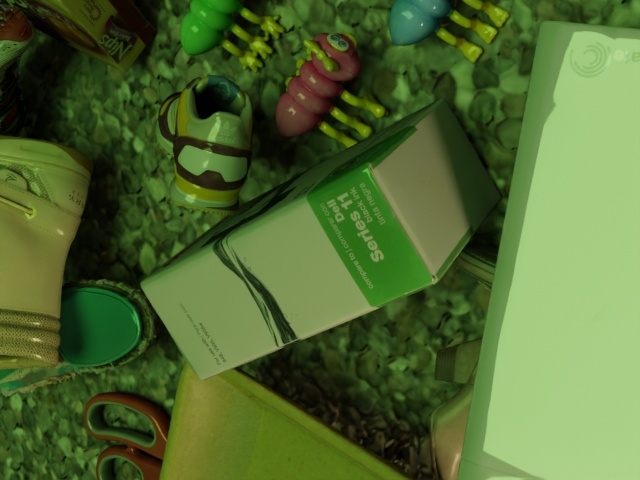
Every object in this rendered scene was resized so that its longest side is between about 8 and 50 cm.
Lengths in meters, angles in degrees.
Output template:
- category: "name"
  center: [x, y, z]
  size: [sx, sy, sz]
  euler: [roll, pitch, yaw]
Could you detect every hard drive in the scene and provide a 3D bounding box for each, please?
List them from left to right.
- category: "hard drive"
  center: [0.205, 0.034, 0.579]
  size: [0.203, 0.040, 0.308]
  euler: [12, 95, 24]

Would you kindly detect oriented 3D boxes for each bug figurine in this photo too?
- category: "bug figurine"
  center: [-0.010, -0.195, 0.713]
  size: [0.279, 0.072, 0.216]
  euler: [42, 117, 22]

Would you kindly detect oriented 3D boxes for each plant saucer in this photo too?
- category: "plant saucer"
  center: [0.004, 0.286, 0.724]
  size: [0.332, 0.081, 0.333]
  euler: [26, 111, 36]

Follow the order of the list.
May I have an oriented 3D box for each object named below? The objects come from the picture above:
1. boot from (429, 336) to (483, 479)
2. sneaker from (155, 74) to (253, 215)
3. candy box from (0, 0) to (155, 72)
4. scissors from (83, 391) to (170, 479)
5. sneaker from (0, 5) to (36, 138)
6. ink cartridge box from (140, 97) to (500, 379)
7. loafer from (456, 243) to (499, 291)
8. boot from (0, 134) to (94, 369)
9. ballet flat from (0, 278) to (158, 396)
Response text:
- category: "boot"
  center: [0.123, 0.124, 0.682]
  size: [0.087, 0.042, 0.119]
  euler: [1, 97, 32]
- category: "sneaker"
  center: [-0.083, -0.091, 0.736]
  size: [0.185, 0.069, 0.084]
  euler: [-118, 42, -58]
- category: "candy box"
  center: [-0.243, -0.223, 0.840]
  size: [0.186, 0.109, 0.053]
  euler: [27, 79, 27]
- category: "scissors"
  center: [-0.101, 0.204, 0.853]
  size: [0.297, 0.021, 0.109]
  euler: [5, 99, 34]
- category: "sneaker"
  center: [-0.300, -0.132, 0.897]
  size: [0.092, 0.088, 0.225]
  euler: [41, 143, -8]
- category: "ink cartridge box"
  center: [0.000, 0.000, 0.673]
  size: [0.208, 0.153, 0.087]
  euler: [-26, 100, 33]
- category: "loafer"
  center: [0.147, 0.037, 0.655]
  size: [0.125, 0.045, 0.039]
  euler: [19, 113, 28]
- category: "boot"
  center: [-0.339, 0.009, 0.838]
  size: [0.261, 0.095, 0.204]
  euler: [5, 76, 0]
- category: "ballet flat"
  center: [-0.226, 0.085, 0.889]
  size: [0.241, 0.077, 0.091]
  euler: [-15, 86, 32]
